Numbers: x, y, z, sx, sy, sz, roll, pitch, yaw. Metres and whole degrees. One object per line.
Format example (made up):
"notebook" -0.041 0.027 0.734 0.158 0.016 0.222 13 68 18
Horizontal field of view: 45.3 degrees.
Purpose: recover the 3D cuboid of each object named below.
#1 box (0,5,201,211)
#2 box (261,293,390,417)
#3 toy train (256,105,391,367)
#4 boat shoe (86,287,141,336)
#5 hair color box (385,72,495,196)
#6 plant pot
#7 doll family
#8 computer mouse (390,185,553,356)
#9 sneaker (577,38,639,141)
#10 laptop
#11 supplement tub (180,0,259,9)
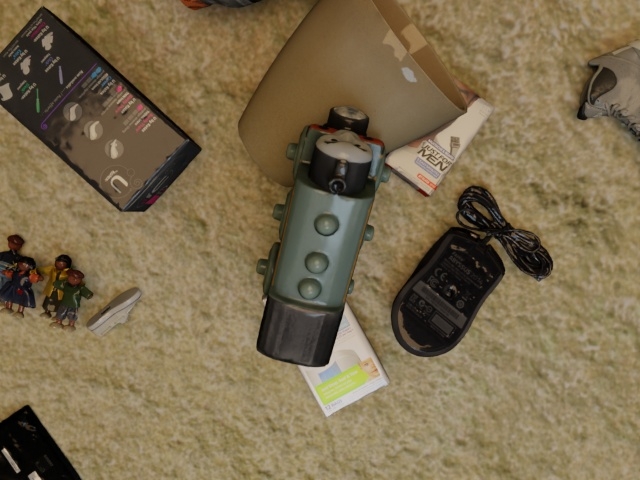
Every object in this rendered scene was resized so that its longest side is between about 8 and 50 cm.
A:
"box" -0.325 -0.179 1.112 0.270 0.165 0.143 42 91 -2
"box" 0.006 0.144 1.166 0.114 0.103 0.203 -28 93 0
"toy train" 0.000 0.000 0.983 0.142 0.190 0.334 14 115 -4
"boat shoe" -0.315 0.114 1.195 0.100 0.035 0.035 -39 120 -3
"hair color box" 0.180 -0.161 1.182 0.093 0.053 0.167 36 90 -2
"plant pot" 0.023 -0.205 1.098 0.274 0.256 0.256 -36 93 22
"doll family" -0.431 0.060 1.168 0.193 0.076 0.111 14 97 1
"computer mouse" 0.213 0.068 1.191 0.188 0.072 0.272 44 79 -1
"sneaker" 0.468 -0.184 1.181 0.132 0.086 0.229 -16 83 4
"laptop" -0.516 0.434 1.213 0.264 0.136 0.234 -36 94 -25
"supplement tub" -0.067 -0.450 1.073 0.316 0.193 0.194 -17 93 16
